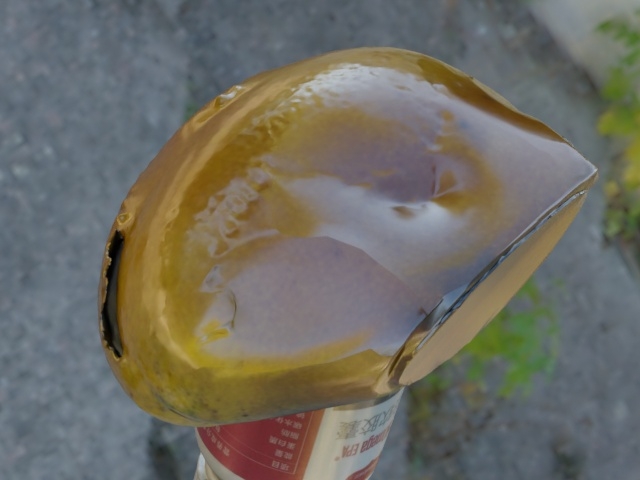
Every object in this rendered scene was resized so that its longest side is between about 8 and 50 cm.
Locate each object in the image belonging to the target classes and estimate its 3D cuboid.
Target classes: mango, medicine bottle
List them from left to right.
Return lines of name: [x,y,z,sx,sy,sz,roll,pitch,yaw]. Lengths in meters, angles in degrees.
medicine bottle: [-0.008,0.084,1.301,0.131,0.250,0.131,11,34,-8]
mango: [0.000,0.000,0.920,0.166,0.136,0.236,40,56,18]
